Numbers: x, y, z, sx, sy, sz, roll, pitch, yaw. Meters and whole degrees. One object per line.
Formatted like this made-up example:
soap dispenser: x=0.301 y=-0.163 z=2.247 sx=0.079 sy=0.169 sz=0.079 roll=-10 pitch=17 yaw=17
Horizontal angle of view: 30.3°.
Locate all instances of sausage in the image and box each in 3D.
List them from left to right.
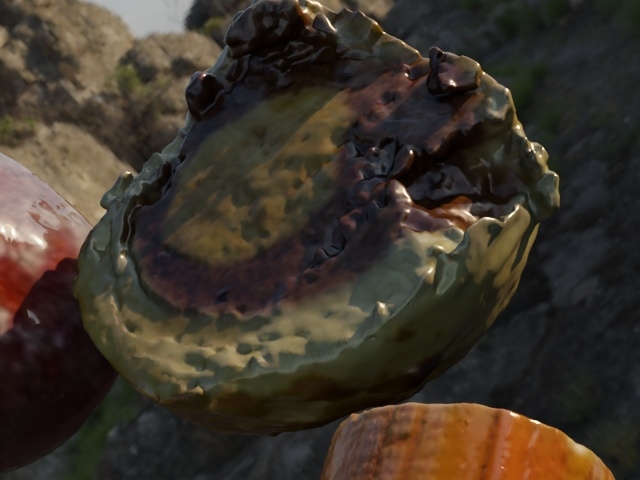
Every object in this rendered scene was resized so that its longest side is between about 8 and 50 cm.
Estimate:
sausage: x=0.083 y=0.287 z=0.854 sx=0.233 sy=0.233 sz=0.287 roll=-33 pitch=33 yaw=56

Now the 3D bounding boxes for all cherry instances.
cherry: x=-0.265 y=0.041 z=0.755 sx=0.213 sy=0.285 sz=0.236 roll=152 pitch=130 yaw=-74

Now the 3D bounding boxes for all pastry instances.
pastry: x=0.001 y=0.008 z=0.667 sx=0.256 sy=0.170 sz=0.237 roll=32 pitch=82 yaw=42
